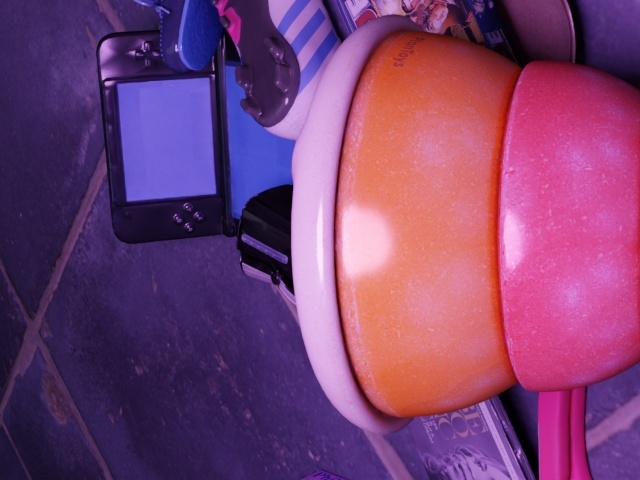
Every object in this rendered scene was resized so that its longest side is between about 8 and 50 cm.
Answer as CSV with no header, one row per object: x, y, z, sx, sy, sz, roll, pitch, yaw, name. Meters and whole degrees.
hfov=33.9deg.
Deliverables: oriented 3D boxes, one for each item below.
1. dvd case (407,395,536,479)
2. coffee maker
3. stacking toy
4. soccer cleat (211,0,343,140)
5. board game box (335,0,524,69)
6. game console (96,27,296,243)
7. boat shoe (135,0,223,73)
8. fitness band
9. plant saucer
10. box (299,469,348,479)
0.165,0.239,1.196,0.165,0.018,0.221,67,156,7,dvd case
0.000,0.000,1.269,0.178,0.120,0.171,29,100,30,coffee maker
0.244,-0.005,0.812,0.479,0.350,0.351,2,108,24,stacking toy
-0.040,-0.248,1.228,0.116,0.143,0.331,-33,54,36,soccer cleat
0.102,-0.214,1.055,0.165,0.042,0.243,-31,79,52,board game box
-0.151,-0.120,1.370,0.173,0.250,0.293,-128,34,-66,game console
-0.167,-0.311,1.294,0.089,0.258,0.109,-4,147,18,boat shoe
0.311,0.197,1.018,0.209,0.054,0.291,15,117,44,fitness band
0.178,-0.196,1.033,0.198,0.036,0.199,22,120,45,plant saucer
-0.013,0.415,1.344,0.213,0.243,0.117,7,109,50,box
